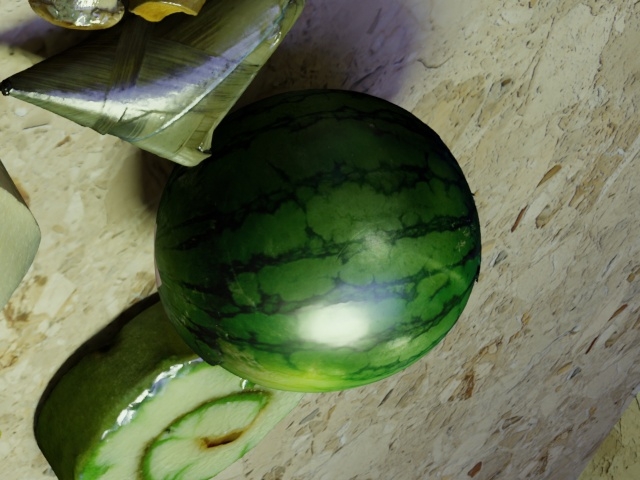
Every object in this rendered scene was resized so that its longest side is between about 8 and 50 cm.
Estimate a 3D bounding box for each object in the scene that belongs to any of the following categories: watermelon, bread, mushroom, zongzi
[{"bbox_3d":[0.000,0.000,1.518,0.363,0.363,0.363,-29,151,-18],"label":"watermelon"},{"bbox_3d":[-0.183,0.219,1.833,0.366,0.129,0.382,-7,139,-46],"label":"bread"},{"bbox_3d":[-0.176,-0.272,1.185,0.084,0.071,0.209,20,119,-19],"label":"mushroom"},{"bbox_3d":[-0.153,-0.190,1.299,0.242,0.112,0.221,18,117,-50],"label":"zongzi"}]

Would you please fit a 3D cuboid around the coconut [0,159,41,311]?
[{"bbox_3d":[-0.360,0.003,1.179,0.259,0.259,0.259,-29,151,-18],"label":"coconut"}]

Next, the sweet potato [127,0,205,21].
[{"bbox_3d":[-0.089,-0.294,1.252,0.244,0.077,0.077,-58,151,-1],"label":"sweet potato"}]
